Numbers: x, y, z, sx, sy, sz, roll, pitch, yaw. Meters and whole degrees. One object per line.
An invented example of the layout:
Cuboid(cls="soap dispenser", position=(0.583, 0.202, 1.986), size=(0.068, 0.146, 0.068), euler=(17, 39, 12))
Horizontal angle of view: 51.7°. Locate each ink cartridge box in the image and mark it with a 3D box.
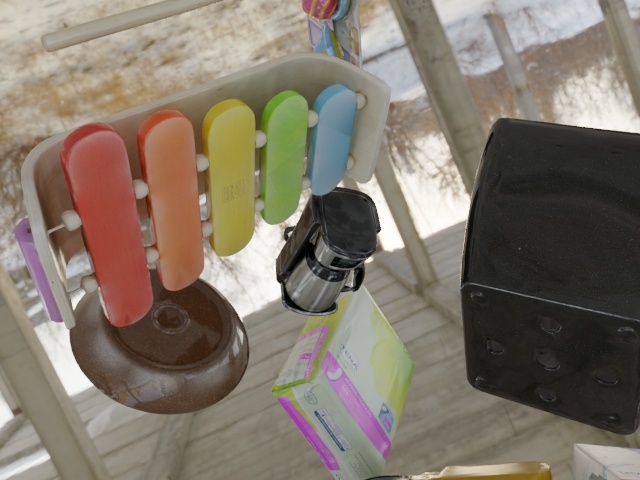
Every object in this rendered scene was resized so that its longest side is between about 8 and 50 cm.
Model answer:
Cuboid(cls="ink cartridge box", position=(0.421, 0.327, 0.827), size=(0.134, 0.078, 0.231), euler=(4, 178, 1))

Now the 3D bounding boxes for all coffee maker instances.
Cuboid(cls="coffee maker", position=(0.000, 0.000, 0.990), size=(0.120, 0.171, 0.178), euler=(-14, 151, -35))

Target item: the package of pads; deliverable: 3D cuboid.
Cuboid(cls="package of pads", position=(0.049, 0.233, 1.145), size=(0.101, 0.229, 0.296), euler=(-23, -161, 30))

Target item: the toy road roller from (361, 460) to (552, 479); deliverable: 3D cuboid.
Cuboid(cls="toy road roller", position=(0.213, 0.425, 0.965), size=(0.329, 0.202, 0.240), euler=(-12, 171, 23))

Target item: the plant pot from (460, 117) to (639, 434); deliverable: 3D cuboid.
Cuboid(cls="plant pot", position=(0.203, 0.036, 0.521), size=(0.188, 0.187, 0.167), euler=(12, -133, 28))

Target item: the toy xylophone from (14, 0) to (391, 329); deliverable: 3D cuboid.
Cuboid(cls="toy xylophone", position=(-0.088, -0.071, 0.509), size=(0.323, 0.081, 0.236), euler=(-32, 149, -20))

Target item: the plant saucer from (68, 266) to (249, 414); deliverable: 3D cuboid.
Cuboid(cls="plant saucer", position=(-0.168, 0.094, 0.724), size=(0.198, 0.198, 0.036), euler=(-33, 158, -49))

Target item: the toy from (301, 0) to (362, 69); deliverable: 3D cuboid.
Cuboid(cls="toy", position=(-0.006, -0.304, 0.818), size=(0.056, 0.237, 0.137), euler=(-32, -126, -13))
